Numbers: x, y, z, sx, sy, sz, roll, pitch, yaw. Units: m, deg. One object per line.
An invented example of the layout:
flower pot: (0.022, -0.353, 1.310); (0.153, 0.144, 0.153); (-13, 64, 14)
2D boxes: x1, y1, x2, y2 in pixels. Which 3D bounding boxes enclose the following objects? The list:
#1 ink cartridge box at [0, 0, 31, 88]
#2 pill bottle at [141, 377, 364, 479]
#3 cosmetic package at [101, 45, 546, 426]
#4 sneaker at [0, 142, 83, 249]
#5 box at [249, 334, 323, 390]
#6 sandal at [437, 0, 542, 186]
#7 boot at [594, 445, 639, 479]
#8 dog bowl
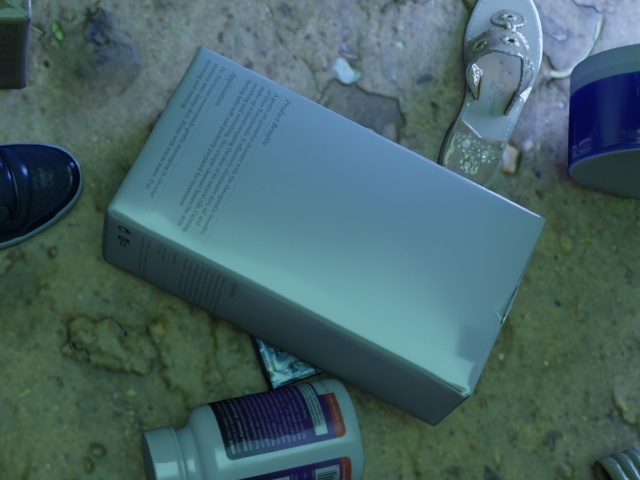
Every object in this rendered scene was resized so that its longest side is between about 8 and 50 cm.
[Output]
ink cartridge box: (-0.385, -0.206, 1.432); (0.234, 0.193, 0.088); (-2, 78, -14)
pill bottle: (-0.065, 0.198, 1.471); (0.193, 0.108, 0.108); (-10, 82, -14)
cosmetic package: (0.000, 0.000, 1.474); (0.365, 0.155, 0.197); (28, 69, 0)
sneaker: (-0.350, -0.041, 1.429); (0.282, 0.153, 0.099); (-12, 83, -14)
box: (-0.002, 0.083, 1.548); (0.137, 0.027, 0.094); (-18, 83, -15)
sandal: (0.186, -0.168, 1.611); (0.088, 0.079, 0.240); (20, 76, -8)
boot: (0.405, 0.299, 1.563); (0.203, 0.095, 0.262); (-23, 83, -16)
dog bowl: (0.377, -0.111, 1.547); (0.265, 0.265, 0.104); (6, 80, -11)
